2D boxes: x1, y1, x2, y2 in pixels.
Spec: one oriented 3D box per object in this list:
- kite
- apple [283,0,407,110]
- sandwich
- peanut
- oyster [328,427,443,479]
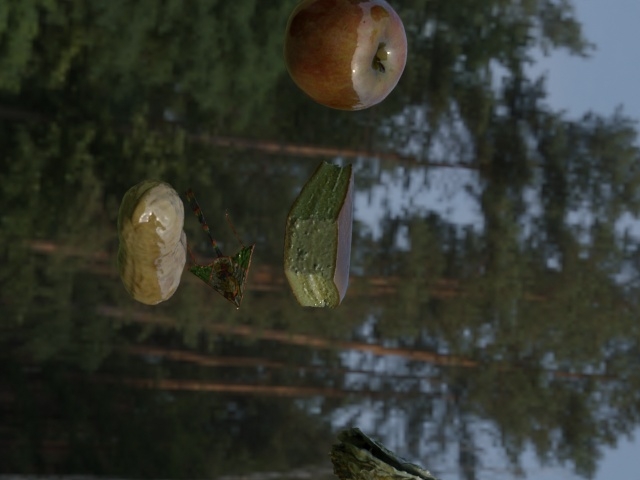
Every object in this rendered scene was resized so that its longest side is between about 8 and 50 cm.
[{"bbox_3d":[-0.196,0.013,2.535,0.198,0.006,0.244,-25,-93,42],"label":"kite"},{"bbox_3d":[0.035,-0.297,2.088,0.173,0.188,0.188,15,-76,36],"label":"apple"},{"bbox_3d":[0.000,0.000,2.239,0.096,0.094,0.258,-29,126,-64],"label":"sandwich"},{"bbox_3d":[-0.211,0.000,1.679,0.214,0.099,0.100,92,-8,-58],"label":"peanut"},{"bbox_3d":[0.139,0.429,2.415,0.112,0.267,0.198,-49,176,-29],"label":"oyster"}]
